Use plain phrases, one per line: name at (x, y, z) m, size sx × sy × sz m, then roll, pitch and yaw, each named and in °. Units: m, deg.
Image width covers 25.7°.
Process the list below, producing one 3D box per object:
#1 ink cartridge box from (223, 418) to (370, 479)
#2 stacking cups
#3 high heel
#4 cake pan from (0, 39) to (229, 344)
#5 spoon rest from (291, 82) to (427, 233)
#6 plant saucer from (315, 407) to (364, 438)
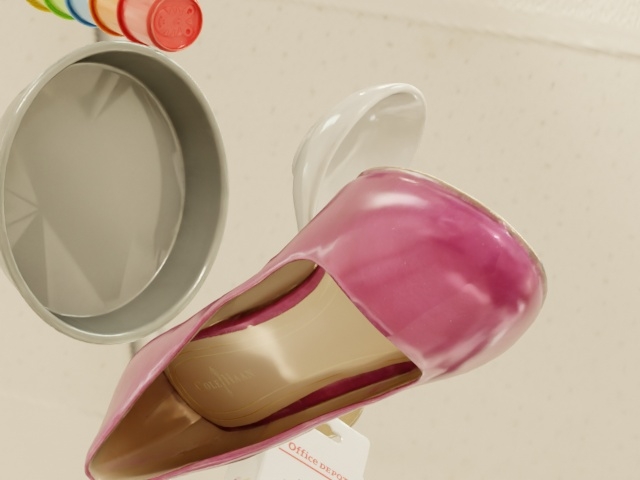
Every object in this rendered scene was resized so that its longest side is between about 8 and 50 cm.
ink cartridge box at (-0.030, 0.231, 1.198) m, size 0.104 × 0.181 × 0.061 m, roll 36°, pitch -40°, yaw -23°
stacking cups at (-0.231, -0.262, 1.497) m, size 0.316 × 0.096 × 0.096 m, roll 32°, pitch -29°, yaw 54°
high heel at (-0.015, 0.045, 0.504) m, size 0.082 × 0.117 × 0.244 m, roll 51°, pitch -23°, yaw -13°
cake pan at (-0.209, -0.046, 1.362) m, size 0.054 × 0.293 × 0.293 m, roll 5°, pitch -48°, yaw 41°
spoon rest at (0.000, 0.000, 1.073) m, size 0.084 × 0.137 × 0.276 m, roll 40°, pitch -70°, yaw 22°
plant saucer at (0.016, 0.175, 1.453) m, size 0.083 × 0.083 × 0.015 m, roll -16°, pitch -48°, yaw 32°
